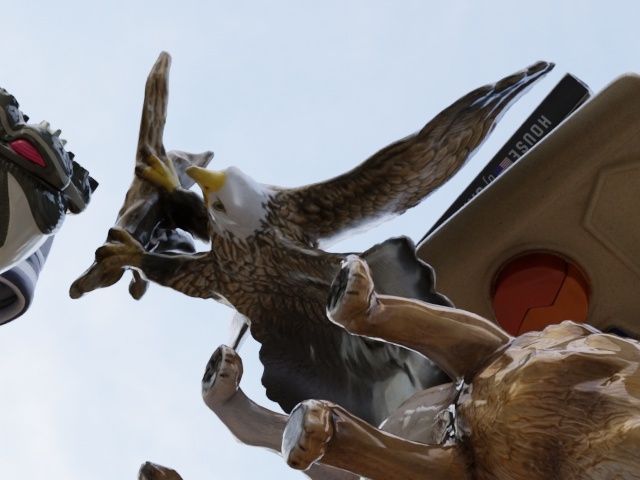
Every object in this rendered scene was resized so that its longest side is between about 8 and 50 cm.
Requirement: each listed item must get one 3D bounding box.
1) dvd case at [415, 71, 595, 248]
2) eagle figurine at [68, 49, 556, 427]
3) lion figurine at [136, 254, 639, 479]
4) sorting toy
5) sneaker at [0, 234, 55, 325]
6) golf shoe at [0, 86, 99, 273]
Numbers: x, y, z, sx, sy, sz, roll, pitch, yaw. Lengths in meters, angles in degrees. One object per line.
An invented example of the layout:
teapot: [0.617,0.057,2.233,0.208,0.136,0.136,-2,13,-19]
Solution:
dvd case: [0.160,-0.040,1.470,0.029,0.238,0.179,43,-83,14]
eagle figurine: [-0.005,0.000,1.165,0.298,0.225,0.226,4,-78,25]
lion figurine: [0.065,0.128,0.972,0.240,0.142,0.392,22,-21,-18]
sorting toy: [0.236,0.005,1.190,0.229,0.041,0.307,43,-62,-11]
sneaker: [-0.353,-0.008,1.496,0.282,0.153,0.099,8,-42,-7]
golf shoe: [-0.276,-0.071,1.258,0.273,0.120,0.105,34,-13,36]
